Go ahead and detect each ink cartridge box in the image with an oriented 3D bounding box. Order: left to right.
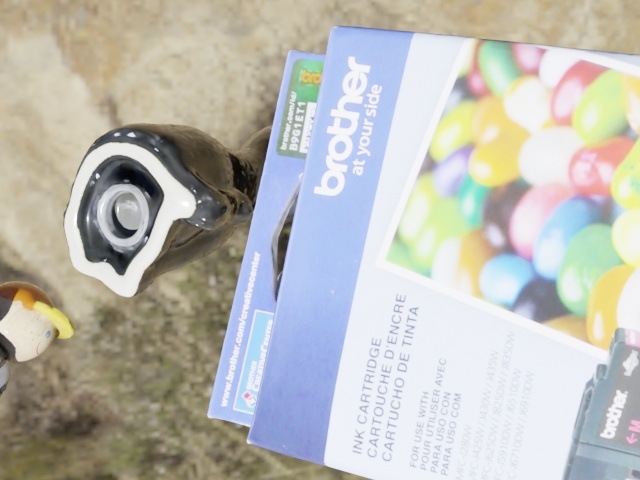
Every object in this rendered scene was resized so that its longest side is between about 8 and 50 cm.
[{"bbox_3d":[0.087,0.017,0.591,0.311,0.065,0.186,11,87,32],"label":"ink cartridge box"}]

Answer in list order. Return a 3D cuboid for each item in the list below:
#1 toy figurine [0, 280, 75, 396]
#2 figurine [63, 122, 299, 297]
[{"bbox_3d":[-0.276,0.021,0.894,0.213,0.148,0.209,-4,130,53],"label":"toy figurine"},{"bbox_3d":[0.000,0.000,0.849,0.215,0.209,0.092,31,115,20],"label":"figurine"}]
